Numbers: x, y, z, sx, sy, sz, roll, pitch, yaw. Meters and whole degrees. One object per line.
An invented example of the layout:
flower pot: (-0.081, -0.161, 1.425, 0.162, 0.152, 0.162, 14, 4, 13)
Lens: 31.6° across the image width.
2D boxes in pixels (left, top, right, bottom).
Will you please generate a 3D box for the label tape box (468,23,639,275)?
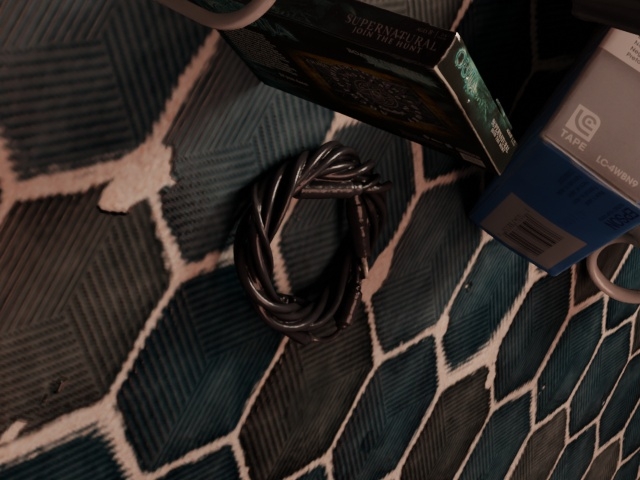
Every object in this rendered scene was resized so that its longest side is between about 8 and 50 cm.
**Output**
label tape box: (0.289, -0.154, 0.996, 0.348, 0.115, 0.249, -52, 176, -14)

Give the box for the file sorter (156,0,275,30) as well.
file sorter: (-0.126, -0.203, 0.379, 0.277, 0.193, 0.173, 9, 109, -57)

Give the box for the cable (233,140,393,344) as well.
cable: (0.000, 0.000, 0.846, 0.151, 0.047, 0.184, -59, 148, -7)

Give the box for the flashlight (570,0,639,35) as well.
flashlight: (0.050, -0.178, 0.541, 0.103, 0.304, 0.103, -36, 138, -35)

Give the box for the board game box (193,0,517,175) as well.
board game box: (0.016, -0.104, 0.657, 0.026, 0.186, 0.126, -59, 149, -9)

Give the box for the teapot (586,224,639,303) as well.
teapot: (0.422, -0.064, 1.291, 0.252, 0.187, 0.256, 95, 10, -78)
